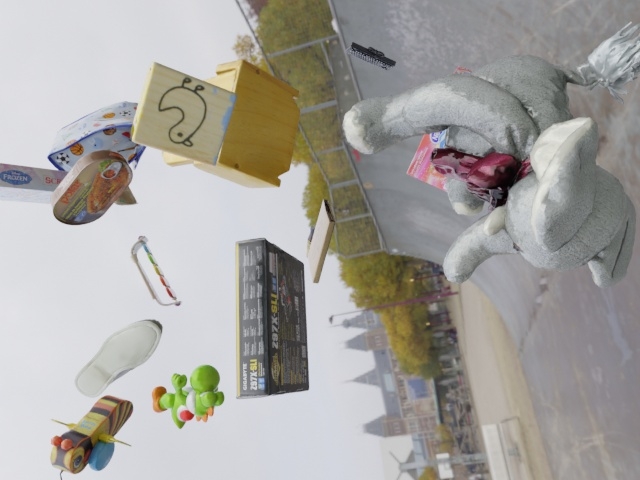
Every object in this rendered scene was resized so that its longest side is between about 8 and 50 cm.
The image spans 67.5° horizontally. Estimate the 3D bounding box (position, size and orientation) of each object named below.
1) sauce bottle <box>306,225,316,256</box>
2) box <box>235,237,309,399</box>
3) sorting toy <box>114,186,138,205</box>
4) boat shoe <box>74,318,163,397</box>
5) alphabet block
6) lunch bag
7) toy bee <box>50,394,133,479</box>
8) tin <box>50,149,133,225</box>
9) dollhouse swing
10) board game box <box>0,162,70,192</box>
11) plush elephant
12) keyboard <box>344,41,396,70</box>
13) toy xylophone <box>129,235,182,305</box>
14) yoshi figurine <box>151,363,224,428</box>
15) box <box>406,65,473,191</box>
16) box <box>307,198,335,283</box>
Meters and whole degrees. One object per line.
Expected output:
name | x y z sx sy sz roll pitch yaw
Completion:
sauce bottle | -0.030 0.006 1.752 0.042 0.042 0.128 -81 -5 -61
box | -0.103 0.181 1.075 0.257 0.080 0.321 37 -133 -67
sorting toy | -0.509 -0.118 1.205 0.075 0.045 0.083 -79 -34 -76
boat shoe | -0.515 0.291 1.247 0.109 0.305 0.091 48 -163 -7
alphabet block | -0.341 -0.313 1.179 0.193 0.197 0.192 39 113 61
lunch bag | -0.892 -0.417 2.013 0.238 0.386 0.327 60 178 -38
toy bee | -0.526 0.459 1.073 0.298 0.196 0.162 -98 10 -51
tin | -0.458 -0.104 0.956 0.040 0.190 0.106 55 -161 22
dollhouse swing | -0.295 -0.354 1.579 0.315 0.305 0.346 19 -107 -36
board game box | -0.843 -0.157 1.392 0.318 0.319 0.065 1 -93 -54
plush elephant | 0.222 -0.061 0.542 0.272 0.330 0.255 30 -128 -37
keyboard | 0.185 -0.669 1.742 0.108 0.180 0.023 -179 105 -73
toy xylophone | -0.651 0.135 1.877 0.322 0.081 0.236 63 166 -7
yoshi figurine | -0.488 0.571 1.831 0.203 0.362 0.202 -39 -77 -49
box | 0.375 -0.308 1.338 0.154 0.142 0.299 -53 -13 -54
box | 0.000 0.000 1.406 0.164 0.021 0.201 -104 26 -62
